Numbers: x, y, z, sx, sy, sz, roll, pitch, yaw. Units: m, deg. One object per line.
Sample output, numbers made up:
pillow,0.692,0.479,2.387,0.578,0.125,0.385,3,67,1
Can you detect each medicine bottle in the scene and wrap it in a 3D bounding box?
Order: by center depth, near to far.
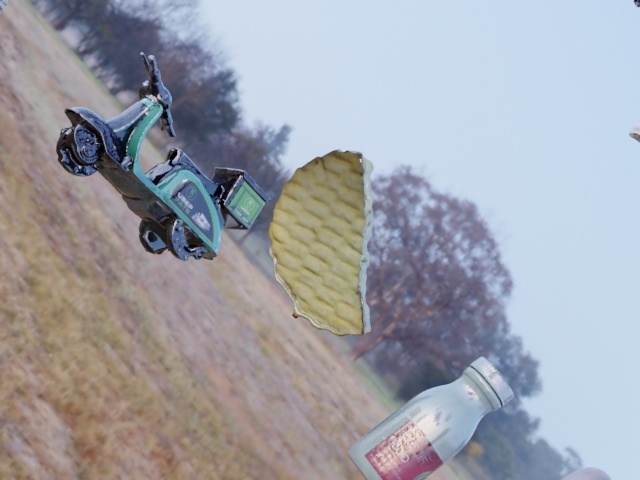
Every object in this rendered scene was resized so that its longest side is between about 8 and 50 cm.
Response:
medicine bottle,0.144,0.241,1.130,0.090,0.217,0.090,53,-7,9

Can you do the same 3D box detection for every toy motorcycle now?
toy motorcycle,-0.119,-0.052,0.656,0.058,0.100,0.173,8,-31,45

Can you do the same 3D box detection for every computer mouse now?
computer mouse,0.259,0.272,0.907,0.066,0.096,0.039,52,1,-30

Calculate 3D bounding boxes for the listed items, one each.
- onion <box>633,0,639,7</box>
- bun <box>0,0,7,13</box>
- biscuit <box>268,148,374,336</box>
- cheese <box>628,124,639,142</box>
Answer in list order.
onion,0.189,-0.261,0.585,0.195,0.140,0.218,3,55,-56
bun,-0.384,-0.285,0.872,0.114,0.166,0.173,19,-40,4
biscuit,0.000,0.000,1.302,0.187,0.273,0.036,7,9,35
cheese,0.241,-0.029,0.442,0.127,0.054,0.251,27,7,-22
